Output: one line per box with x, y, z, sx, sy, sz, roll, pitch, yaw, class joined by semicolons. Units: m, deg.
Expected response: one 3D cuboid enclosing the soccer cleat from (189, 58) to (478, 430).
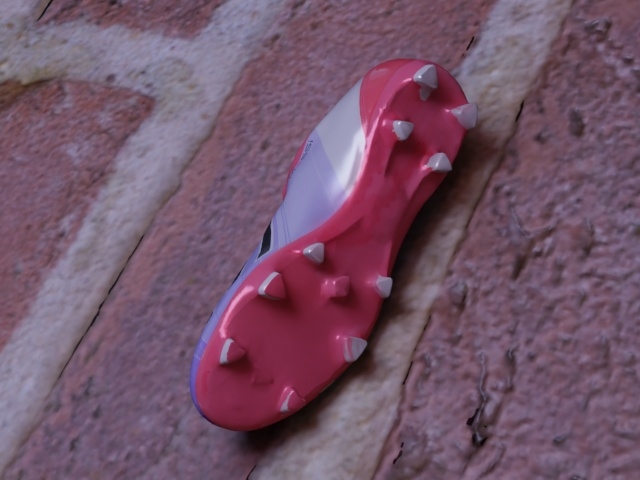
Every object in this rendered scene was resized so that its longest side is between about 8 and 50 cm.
0.000;0.000;0.810;0.095;0.083;0.248;-1;53;60;soccer cleat
